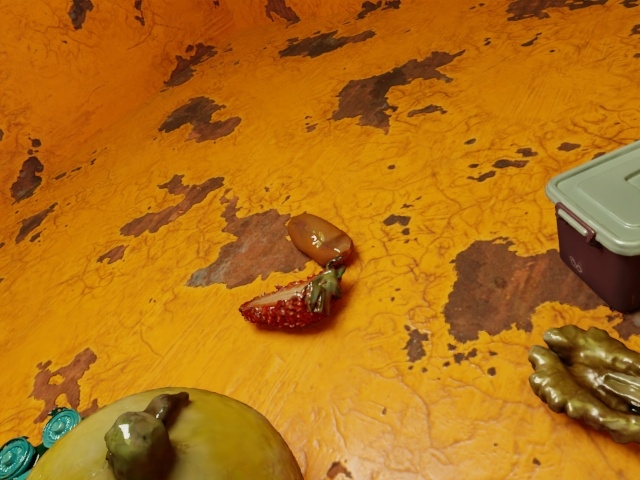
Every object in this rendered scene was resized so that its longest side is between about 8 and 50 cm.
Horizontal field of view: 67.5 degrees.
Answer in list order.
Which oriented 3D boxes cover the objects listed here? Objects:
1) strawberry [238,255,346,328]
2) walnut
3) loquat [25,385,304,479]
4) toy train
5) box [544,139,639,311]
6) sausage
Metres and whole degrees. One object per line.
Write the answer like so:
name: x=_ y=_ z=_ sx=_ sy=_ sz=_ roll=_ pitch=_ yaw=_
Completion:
strawberry: x=-0.044 y=0.116 z=0.901 sx=0.208 sy=0.086 sz=0.167 roll=-22 pitch=10 yaw=44
walnut: x=0.355 y=0.185 z=0.616 sx=0.143 sy=0.069 sz=0.170 roll=-37 pitch=42 yaw=-18
loquat: x=-0.173 y=0.307 z=0.530 sx=0.329 sy=0.359 sz=0.328 roll=4 pitch=37 yaw=-3
toy train: x=-0.416 y=0.374 z=0.755 sx=0.203 sy=0.112 sz=0.163 roll=-33 pitch=45 yaw=-7
box: x=0.508 y=-0.034 z=0.711 sx=0.294 sy=0.167 sz=0.193 roll=-23 pitch=37 yaw=1
sausage: x=0.000 y=0.000 z=1.001 sx=0.089 sy=0.089 sz=0.179 roll=-39 pitch=45 yaw=-18
